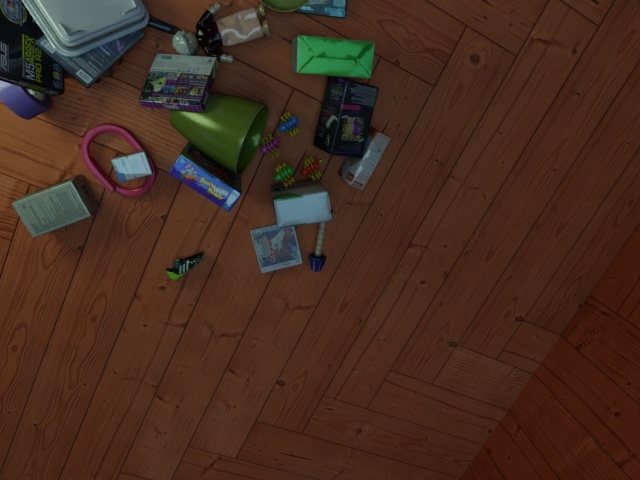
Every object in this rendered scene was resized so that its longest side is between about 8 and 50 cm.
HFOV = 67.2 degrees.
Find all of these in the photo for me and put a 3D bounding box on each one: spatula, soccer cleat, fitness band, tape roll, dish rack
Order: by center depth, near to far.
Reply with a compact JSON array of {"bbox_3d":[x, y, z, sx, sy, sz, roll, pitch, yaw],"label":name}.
[{"bbox_3d":[-0.749,-0.776,1.533,0.333,0.072,0.285,-36,103,-23],"label":"dish rack"},{"bbox_3d":[-1.006,-0.508,1.617,0.080,0.189,0.188,-28,113,2],"label":"tape roll"},{"bbox_3d":[-0.639,-0.766,1.662,0.297,0.030,0.084,13,105,-14],"label":"spatula"},{"bbox_3d":[-0.756,-0.298,1.816,0.209,0.054,0.290,-34,113,2],"label":"fitness band"},{"bbox_3d":[-0.561,0.097,1.994,0.179,0.060,0.072,-36,111,8],"label":"soccer cleat"}]

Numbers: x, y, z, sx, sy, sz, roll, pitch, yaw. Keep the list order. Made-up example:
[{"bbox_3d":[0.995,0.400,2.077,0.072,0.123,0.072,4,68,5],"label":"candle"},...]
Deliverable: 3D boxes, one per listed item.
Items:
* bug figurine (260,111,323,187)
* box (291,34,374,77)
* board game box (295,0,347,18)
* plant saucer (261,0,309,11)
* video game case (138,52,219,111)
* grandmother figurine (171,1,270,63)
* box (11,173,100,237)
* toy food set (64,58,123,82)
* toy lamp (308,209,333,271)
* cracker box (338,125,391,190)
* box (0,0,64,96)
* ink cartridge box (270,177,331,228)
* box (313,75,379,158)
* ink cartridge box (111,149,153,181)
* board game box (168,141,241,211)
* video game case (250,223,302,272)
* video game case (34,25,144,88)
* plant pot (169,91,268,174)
[{"bbox_3d":[-0.119,-0.342,1.866,0.216,0.072,0.278,-34,110,-20],"label":"bug figurine"},{"bbox_3d":[0.035,-0.652,1.709,0.262,0.231,0.126,1,110,-10],"label":"box"},{"bbox_3d":[0.005,-0.874,1.729,0.187,0.026,0.126,2,111,-10],"label":"board game box"},{"bbox_3d":[-0.122,-0.914,1.664,0.241,0.037,0.240,0,101,2],"label":"plant saucer"},{"bbox_3d":[-0.486,-0.547,1.662,0.232,0.041,0.210,7,69,11],"label":"video game case"},{"bbox_3d":[-0.353,-0.722,1.697,0.343,0.104,0.207,-14,85,-1],"label":"grandmother figurine"},{"bbox_3d":[-0.980,-0.131,1.800,0.233,0.126,0.148,-20,113,-1],"label":"box"},{"bbox_3d":[-0.812,-0.600,1.658,0.233,0.104,0.111,2,110,-10],"label":"toy food set"},{"bbox_3d":[0.000,0.000,2.039,0.080,0.080,0.274,7,109,-12],"label":"toy lamp"},{"bbox_3d":[0.169,-0.329,1.893,0.067,0.155,0.232,21,106,-24],"label":"cracker box"},{"bbox_3d":[-0.930,-0.621,1.529,0.060,0.216,0.269,-4,87,27],"label":"box"},{"bbox_3d":[-0.083,-0.151,1.859,0.202,0.278,0.116,-10,109,-6],"label":"ink cartridge box"},{"bbox_3d":[0.092,-0.462,1.813,0.144,0.165,0.270,3,112,-28],"label":"box"},{"bbox_3d":[-0.692,-0.276,1.780,0.123,0.052,0.088,-15,112,-5],"label":"ink cartridge box"},{"bbox_3d":[-0.402,-0.243,1.732,0.233,0.347,0.078,34,102,-20],"label":"board game box"},{"bbox_3d":[-0.185,0.028,2.047,0.184,0.023,0.201,-14,112,-4],"label":"video game case"},{"bbox_3d":[-0.750,-0.660,1.581,0.196,0.026,0.274,41,70,-15],"label":"video game case"},{"bbox_3d":[-0.376,-0.420,1.737,0.294,0.275,0.274,24,106,0],"label":"plant pot"}]
